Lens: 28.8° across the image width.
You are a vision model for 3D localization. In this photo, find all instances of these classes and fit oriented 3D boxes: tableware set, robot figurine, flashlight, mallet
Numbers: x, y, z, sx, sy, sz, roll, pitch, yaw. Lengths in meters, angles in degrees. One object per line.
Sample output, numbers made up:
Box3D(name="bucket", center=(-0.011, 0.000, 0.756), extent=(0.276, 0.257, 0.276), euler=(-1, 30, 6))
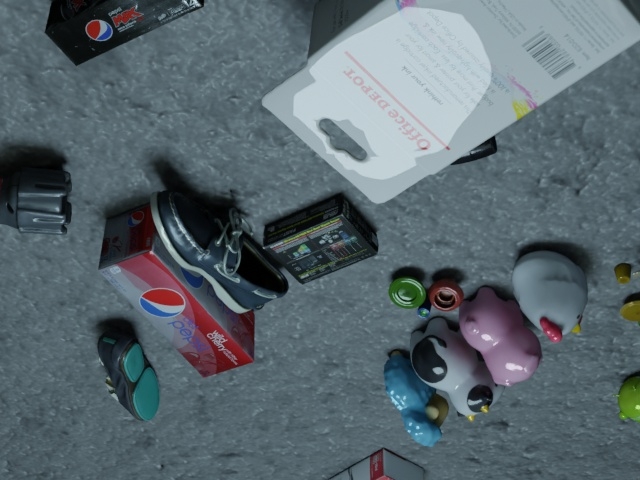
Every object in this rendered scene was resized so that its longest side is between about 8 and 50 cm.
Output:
Box3D(name="tableware set", center=(0.455, 0.076, 1.713), extent=(0.104, 0.024, 0.154), euler=(-25, 134, 30))
Box3D(name="robot figurine", center=(0.495, 0.244, 1.868), extent=(0.115, 0.067, 0.101), euler=(24, 141, -25))
Box3D(name="flashlight", center=(-0.457, -0.061, 1.500), extent=(0.304, 0.103, 0.103), euler=(4, 115, -6))
Box3D(name="mallet", center=(0.159, -0.164, 1.432), extent=(0.062, 0.039, 0.190), euler=(-9, 134, 12))

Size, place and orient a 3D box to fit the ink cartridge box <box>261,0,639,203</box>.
Box3D(name="ink cartridge box", center=(0.130, -0.210, 1.293), extent=(0.353, 0.119, 0.207), euler=(-33, 122, 29))

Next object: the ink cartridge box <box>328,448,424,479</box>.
Box3D(name="ink cartridge box", center=(0.092, 0.410, 2.064), extent=(0.099, 0.056, 0.135), euler=(32, 129, -31))

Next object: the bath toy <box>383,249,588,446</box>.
Box3D(name="bath toy", center=(0.238, 0.153, 1.720), extent=(0.151, 0.129, 0.348), euler=(25, 132, -25))

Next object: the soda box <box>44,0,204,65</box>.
Box3D(name="soda box", center=(-0.206, -0.250, 1.316), extent=(0.169, 0.053, 0.060), euler=(-21, 134, 21))

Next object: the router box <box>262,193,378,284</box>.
Box3D(name="router box", center=(0.000, 0.000, 1.612), extent=(0.122, 0.038, 0.092), euler=(-23, 134, 23))

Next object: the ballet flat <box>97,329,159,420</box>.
Box3D(name="ballet flat", center=(-0.284, 0.193, 1.819), extent=(0.074, 0.074, 0.203), euler=(-3, 145, 3))

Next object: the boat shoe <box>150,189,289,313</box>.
Box3D(name="boat shoe", center=(-0.125, 0.012, 1.583), extent=(0.079, 0.095, 0.254), euler=(-17, 137, 21))

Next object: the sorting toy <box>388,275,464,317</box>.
Box3D(name="sorting toy", center=(0.145, 0.070, 1.697), extent=(0.102, 0.042, 0.061), euler=(9, 124, 7))

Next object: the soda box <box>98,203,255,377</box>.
Box3D(name="soda box", center=(-0.184, 0.070, 1.651), extent=(0.083, 0.092, 0.263), euler=(-20, 135, 19))
